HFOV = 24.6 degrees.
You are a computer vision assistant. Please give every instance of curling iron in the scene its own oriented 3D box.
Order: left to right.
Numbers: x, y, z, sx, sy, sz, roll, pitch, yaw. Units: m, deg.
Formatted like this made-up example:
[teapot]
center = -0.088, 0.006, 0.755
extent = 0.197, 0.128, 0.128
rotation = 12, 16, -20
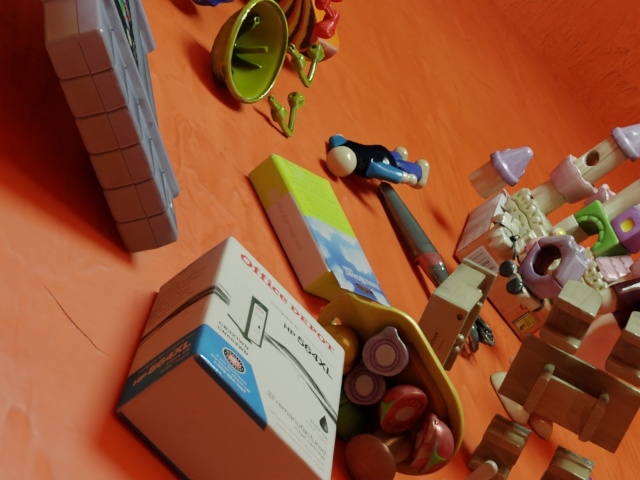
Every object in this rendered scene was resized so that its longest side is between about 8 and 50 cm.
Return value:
[curling iron]
center = 0.136, 0.032, 1.820
extent = 0.274, 0.035, 0.068
rotation = 58, -2, 29

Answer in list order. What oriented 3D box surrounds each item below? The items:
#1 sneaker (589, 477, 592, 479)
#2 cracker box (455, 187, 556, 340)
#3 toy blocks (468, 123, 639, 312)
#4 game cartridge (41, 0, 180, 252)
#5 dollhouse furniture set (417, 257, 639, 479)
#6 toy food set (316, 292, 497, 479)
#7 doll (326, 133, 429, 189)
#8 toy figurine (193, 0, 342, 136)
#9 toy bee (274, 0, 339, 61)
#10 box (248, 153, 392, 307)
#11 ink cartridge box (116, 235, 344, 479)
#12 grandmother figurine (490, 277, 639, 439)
[sneaker]
center = 0.361, 0.351, 1.657
extent = 0.236, 0.104, 0.095
rotation = 58, 21, 18
[cracker box]
center = 0.272, 0.030, 2.083
extent = 0.155, 0.067, 0.232
rotation = 52, 20, -5
[toy blocks]
center = 0.393, -0.030, 1.966
extent = 0.309, 0.260, 0.288
rotation = 35, 28, -44
[game cartridge]
center = -0.186, -0.187, 1.266
extent = 0.355, 0.068, 0.230
rotation = -105, -176, -48
[dollhouse furniture set]
center = 0.225, 0.134, 1.578
extent = 0.242, 0.212, 0.161
rotation = 27, 18, 10
[toy food set]
center = 0.053, 0.153, 1.286
extent = 0.071, 0.128, 0.218
rotation = -27, 84, -50
[doll]
center = 0.069, -0.097, 1.836
extent = 0.129, 0.046, 0.189
rotation = 32, 15, 30
[toy figurine]
center = -0.102, -0.320, 1.755
extent = 0.191, 0.217, 0.362
rotation = 48, 58, -60
[toy bee]
center = -0.055, -0.369, 1.955
extent = 0.195, 0.162, 0.298
rotation = 46, 43, -44
[box]
center = 0.000, 0.000, 1.536
extent = 0.109, 0.042, 0.178
rotation = 24, 34, -54
[ink cartridge box]
center = -0.062, 0.107, 1.132
extent = 0.148, 0.086, 0.203
rotation = 47, 20, -17
[grandmother figurine]
center = 0.367, 0.103, 1.745
extent = 0.208, 0.342, 0.104
rotation = 27, 31, -52
